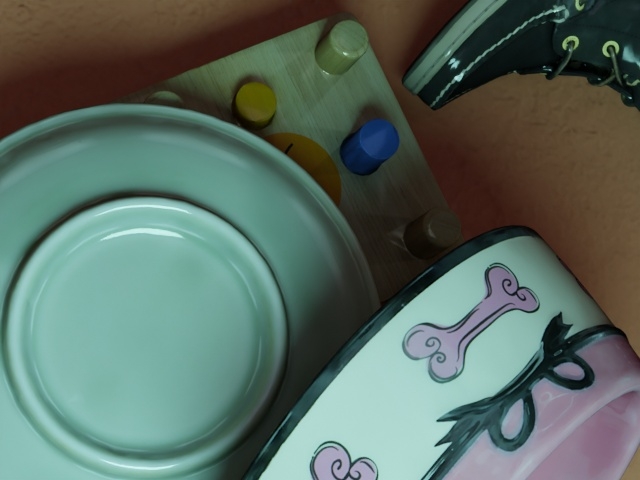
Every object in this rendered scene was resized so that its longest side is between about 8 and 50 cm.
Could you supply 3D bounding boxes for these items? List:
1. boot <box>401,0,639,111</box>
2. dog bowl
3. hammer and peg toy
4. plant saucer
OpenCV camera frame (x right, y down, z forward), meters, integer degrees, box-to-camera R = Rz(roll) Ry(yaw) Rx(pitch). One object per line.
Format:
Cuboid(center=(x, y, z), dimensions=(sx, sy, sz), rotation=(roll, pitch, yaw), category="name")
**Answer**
Cuboid(center=(0.289, -0.152, 1.734), dimensions=(0.377, 0.138, 0.284), rotation=(-33, 85, -28), category="boot")
Cuboid(center=(0.094, 0.194, 1.406), dimensions=(0.150, 0.408, 0.408), rotation=(37, 66, 21), category="dog bowl")
Cuboid(center=(0.000, 0.000, 1.605), dimensions=(0.266, 0.127, 0.361), rotation=(-25, 85, -21), category="hammer and peg toy")
Cuboid(center=(-0.136, 0.078, 1.433), dimensions=(0.401, 0.100, 0.400), rotation=(2, 79, -11), category="plant saucer")
